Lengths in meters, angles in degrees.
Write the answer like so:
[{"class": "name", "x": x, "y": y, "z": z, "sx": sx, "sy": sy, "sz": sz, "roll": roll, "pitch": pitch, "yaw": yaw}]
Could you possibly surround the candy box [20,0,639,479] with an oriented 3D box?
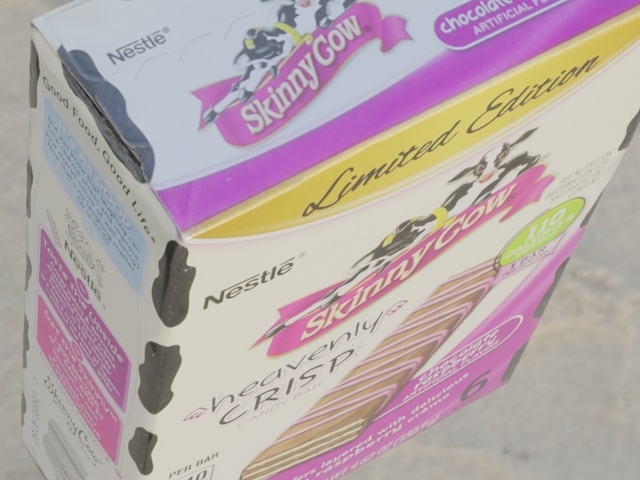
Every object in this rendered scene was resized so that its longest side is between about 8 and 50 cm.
[{"class": "candy box", "x": 0.000, "y": 0.000, "z": 0.559, "sx": 0.159, "sy": 0.233, "sz": 0.071, "roll": -27, "pitch": 67, "yaw": -22}]
